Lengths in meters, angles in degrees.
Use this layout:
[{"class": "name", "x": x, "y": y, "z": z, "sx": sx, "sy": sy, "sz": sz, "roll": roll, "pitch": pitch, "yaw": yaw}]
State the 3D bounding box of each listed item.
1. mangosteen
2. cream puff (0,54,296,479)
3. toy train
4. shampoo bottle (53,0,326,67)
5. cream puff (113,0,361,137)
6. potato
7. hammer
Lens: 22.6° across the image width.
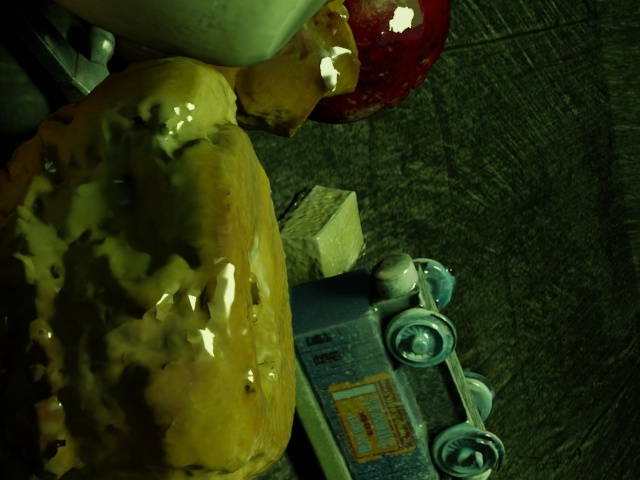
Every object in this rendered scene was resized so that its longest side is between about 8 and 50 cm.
[{"class": "mangosteen", "x": 0.006, "y": -0.245, "z": 1.616, "sx": 0.257, "sy": 0.215, "sz": 0.215, "roll": 50, "pitch": 35, "yaw": -13}, {"class": "cream puff", "x": -0.147, "y": 0.046, "z": 1.159, "sx": 0.327, "sy": 0.231, "sz": 0.343, "roll": -53, "pitch": 136, "yaw": -78}, {"class": "toy train", "x": 0.068, "y": 0.151, "z": 1.655, "sx": 0.131, "sy": 0.202, "sz": 0.300, "roll": -87, "pitch": 159, "yaw": -57}, {"class": "shampoo bottle", "x": -0.092, "y": -0.299, "z": 1.178, "sx": 0.317, "sy": 0.322, "sz": 0.322, "roll": 35, "pitch": 41, "yaw": -9}, {"class": "cream puff", "x": -0.071, "y": -0.207, "z": 1.430, "sx": 0.269, "sy": 0.155, "sz": 0.241, "roll": 26, "pitch": 78, "yaw": -27}, {"class": "potato", "x": -0.001, "y": 0.001, "z": 1.700, "sx": 0.122, "sy": 0.061, "sz": 0.086, "roll": -52, "pitch": 133, "yaw": -55}, {"class": "hammer", "x": -0.246, "y": -0.188, "z": 1.229, "sx": 0.290, "sy": 0.037, "sz": 0.137, "roll": 52, "pitch": 30, "yaw": -47}]
